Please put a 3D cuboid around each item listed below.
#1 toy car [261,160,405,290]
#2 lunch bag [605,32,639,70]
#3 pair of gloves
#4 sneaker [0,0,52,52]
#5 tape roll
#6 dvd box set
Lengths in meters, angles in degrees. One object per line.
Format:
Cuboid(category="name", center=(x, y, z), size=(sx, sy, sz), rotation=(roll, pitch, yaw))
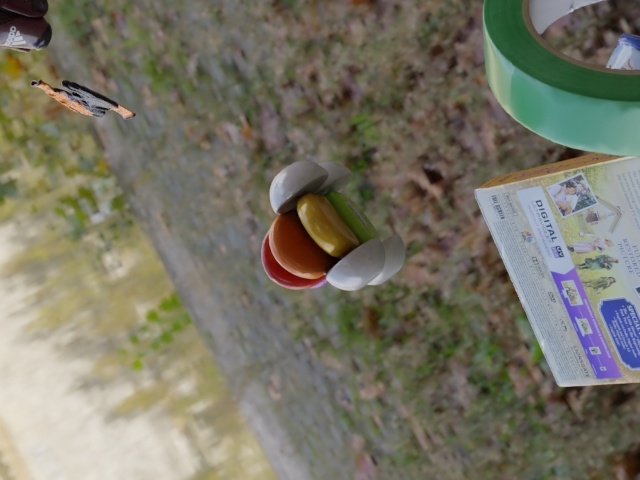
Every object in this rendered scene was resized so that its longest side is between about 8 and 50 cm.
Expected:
Cuboid(category="toy car", center=(0.000, 0.000, 1.480), size=(0.159, 0.136, 0.182), rotation=(52, -162, 11))
Cuboid(category="lunch bag", center=(0.556, -0.203, 1.882), size=(0.243, 0.115, 0.303), rotation=(23, -175, 28))
Cuboid(category="pair of gloves", center=(-0.213, -0.125, 1.140), size=(0.074, 0.010, 0.083), rotation=(27, 167, -38))
Cuboid(category="sneaker", center=(-0.312, -0.193, 1.082), size=(0.106, 0.162, 0.281), rotation=(-50, 19, 35))
Cuboid(category="tape roll", center=(0.334, -0.222, 1.350), size=(0.321, 0.321, 0.077), rotation=(46, 158, 39))
Cuboid(category="dvd box set", center=(0.412, 0.028, 1.573), size=(0.420, 0.062, 0.308), rotation=(-13, 106, 51))
